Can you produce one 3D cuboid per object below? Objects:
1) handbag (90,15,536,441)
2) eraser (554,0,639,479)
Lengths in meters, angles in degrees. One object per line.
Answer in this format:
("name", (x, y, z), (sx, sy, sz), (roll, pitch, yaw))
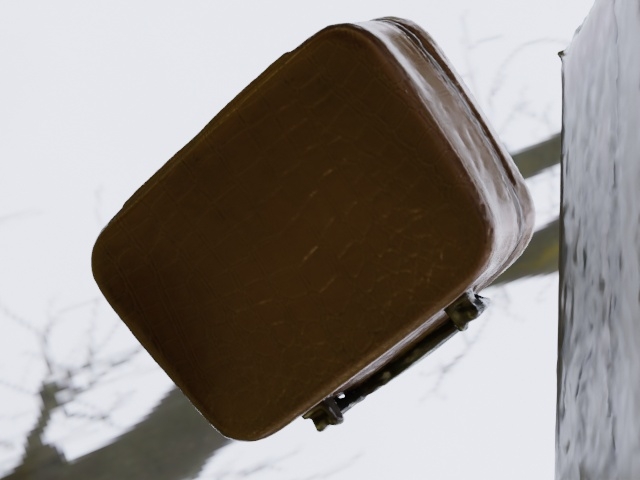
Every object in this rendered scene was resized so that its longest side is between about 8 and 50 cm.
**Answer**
("handbag", (0.000, 0.000, 0.821), (0.193, 0.072, 0.151), (-42, -98, 24))
("eraser", (0.119, 0.073, 0.394), (0.086, 0.130, 0.287), (123, -28, -64))
